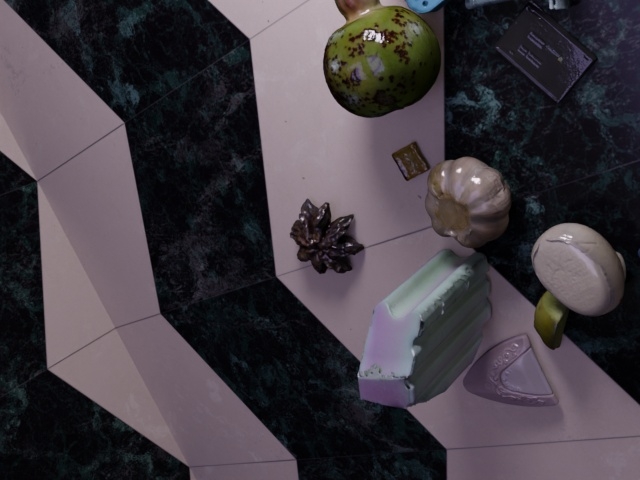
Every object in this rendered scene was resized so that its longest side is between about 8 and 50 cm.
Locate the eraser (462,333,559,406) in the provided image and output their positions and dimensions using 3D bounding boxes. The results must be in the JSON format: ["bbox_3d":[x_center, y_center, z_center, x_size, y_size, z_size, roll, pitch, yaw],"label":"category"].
[{"bbox_3d":[0.484,0.370,1.996,0.243,0.059,0.204,-24,97,38],"label":"eraser"}]

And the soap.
[{"bbox_3d":[0.262,0.223,1.830,0.156,0.446,0.261,9,118,34],"label":"soap"}]

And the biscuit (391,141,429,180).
[{"bbox_3d":[0.231,-0.203,1.925,0.081,0.018,0.083,-28,94,43],"label":"biscuit"}]

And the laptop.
[{"bbox_3d":[0.484,-0.407,1.624,0.197,0.016,0.135,44,131,11],"label":"laptop"}]

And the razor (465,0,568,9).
[{"bbox_3d":[0.412,-0.528,1.593,0.232,0.068,0.106,5,105,46],"label":"razor"}]

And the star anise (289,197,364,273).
[{"bbox_3d":[0.000,-0.001,2.156,0.223,0.109,0.236,-2,113,43],"label":"star anise"}]

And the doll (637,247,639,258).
[{"bbox_3d":[0.737,0.026,1.628,0.076,0.050,0.083,39,132,-9],"label":"doll"}]

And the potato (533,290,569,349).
[{"bbox_3d":[0.546,0.210,1.823,0.081,0.120,0.149,21,123,28],"label":"potato"}]

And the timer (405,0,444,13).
[{"bbox_3d":[0.261,-0.657,1.648,0.250,0.091,0.232,-33,90,32],"label":"timer"}]

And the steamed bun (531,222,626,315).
[{"bbox_3d":[0.595,0.059,1.700,0.228,0.131,0.177,51,143,3],"label":"steamed bun"}]

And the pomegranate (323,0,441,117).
[{"bbox_3d":[0.116,-0.455,1.710,0.285,0.285,0.340,-15,103,42],"label":"pomegranate"}]

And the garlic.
[{"bbox_3d":[0.357,-0.098,1.791,0.228,0.152,0.228,20,131,25],"label":"garlic"}]
